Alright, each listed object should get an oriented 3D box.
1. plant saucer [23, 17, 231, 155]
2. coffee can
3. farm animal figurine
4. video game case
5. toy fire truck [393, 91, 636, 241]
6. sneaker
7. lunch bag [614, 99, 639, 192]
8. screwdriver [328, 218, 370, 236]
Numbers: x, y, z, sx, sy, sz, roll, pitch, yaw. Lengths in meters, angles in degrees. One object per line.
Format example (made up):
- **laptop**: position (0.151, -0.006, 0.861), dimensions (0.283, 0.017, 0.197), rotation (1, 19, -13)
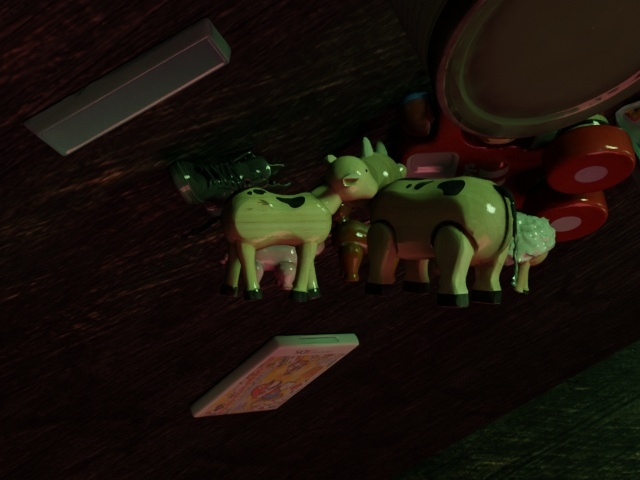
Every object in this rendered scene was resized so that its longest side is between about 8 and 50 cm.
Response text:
- **plant saucer**: position (-0.171, -0.135, 1.042), dimensions (0.192, 0.018, 0.067), rotation (-30, 158, 5)
- **coffee can**: position (0.116, -0.236, 0.769), dimensions (0.202, 0.275, 0.201), rotation (-18, 151, -10)
- **farm animal figurine**: position (0.067, -0.026, 1.249), dimensions (0.327, 0.172, 0.330), rotation (5, -175, 24)
- **video game case**: position (-0.075, 0.224, 1.908), dimensions (0.227, 0.026, 0.206), rotation (-40, 154, 30)
- **toy fire truck**: position (0.211, -0.115, 1.342), dimensions (0.254, 0.169, 0.302), rotation (-5, 154, -3)
- **sneaker**: position (-0.095, -0.068, 1.230), dimensions (0.089, 0.051, 0.170), rotation (-30, 162, 8)
- **lunch bag**: position (0.545, -0.076, 1.623), dimensions (0.160, 0.262, 0.223), rotation (-31, 156, 10)
- **screwdriver**: position (0.000, 0.000, 1.508), dimensions (0.170, 0.025, 0.024), rotation (-14, 155, -25)
